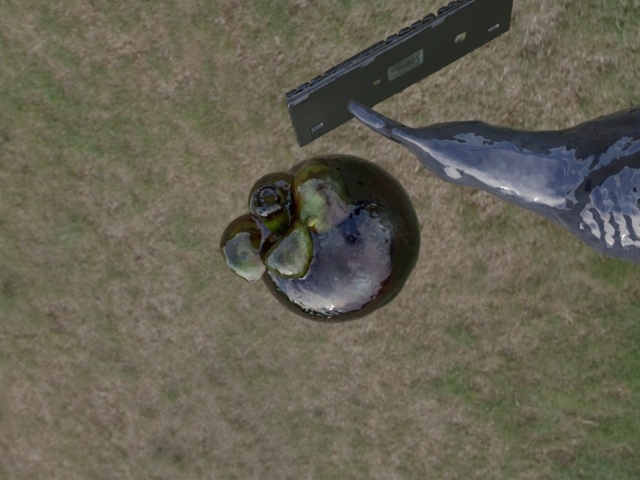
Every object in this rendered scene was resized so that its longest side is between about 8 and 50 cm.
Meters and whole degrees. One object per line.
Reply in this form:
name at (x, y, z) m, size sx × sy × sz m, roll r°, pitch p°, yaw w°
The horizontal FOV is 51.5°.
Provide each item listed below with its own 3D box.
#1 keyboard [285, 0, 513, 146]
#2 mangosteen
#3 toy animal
keyboard at (0.099, -0.220, 0.815) m, size 0.317 × 0.106 × 0.027 m, roll -30°, pitch 66°, yaw -6°
mangosteen at (0.010, -0.001, 1.162) m, size 0.330 × 0.330 × 0.330 m, roll 9°, pitch 121°, yaw 15°
toy animal at (0.204, -0.022, 0.307) m, size 0.367 × 0.081 × 0.205 m, roll 5°, pitch 162°, yaw 46°
